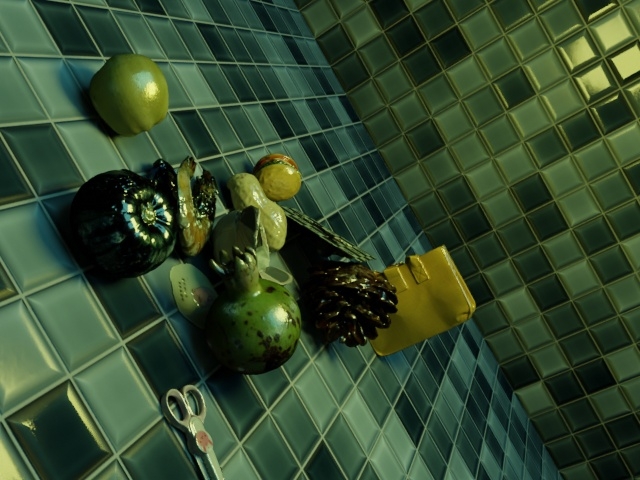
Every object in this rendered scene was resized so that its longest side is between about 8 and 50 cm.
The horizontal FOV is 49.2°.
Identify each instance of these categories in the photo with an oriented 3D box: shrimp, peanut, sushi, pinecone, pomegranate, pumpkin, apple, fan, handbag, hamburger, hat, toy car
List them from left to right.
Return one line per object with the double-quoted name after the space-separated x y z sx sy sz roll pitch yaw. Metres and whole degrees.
-0.408 -0.036 1.455 0.233 0.163 0.233 43 37 -43 "pumpkin"
-0.463 -0.355 1.700 0.200 0.200 0.200 47 26 -32 "apple"
-0.393 -0.127 1.728 0.103 0.063 0.216 54 13 -27 "toy car"
-0.316 -0.116 1.770 0.365 0.071 0.233 -87 173 -53 "shrimp"
-0.262 0.152 1.748 0.310 0.010 0.182 27 40 -53 "fan"
-0.186 0.032 1.797 0.232 0.161 0.275 62 -10 -30 "hat"
-0.163 0.157 1.631 0.242 0.242 0.305 -17 99 -67 "pomegranate"
-0.180 -0.087 2.061 0.256 0.124 0.123 61 22 -3 "peanut"
-0.140 -0.199 2.238 0.162 0.162 0.115 43 27 -38 "hamburger"
0.000 0.000 2.247 0.343 0.064 0.359 32 6 11 "sushi"
0.087 0.192 2.123 0.298 0.242 0.296 13 28 -3 "pinecone"
0.310 0.200 2.405 0.283 0.401 0.133 61 27 -4 "handbag"

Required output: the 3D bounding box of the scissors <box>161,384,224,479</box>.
-0.250 0.415 1.437 0.118 0.031 0.242 6 56 -62 "scissors"
